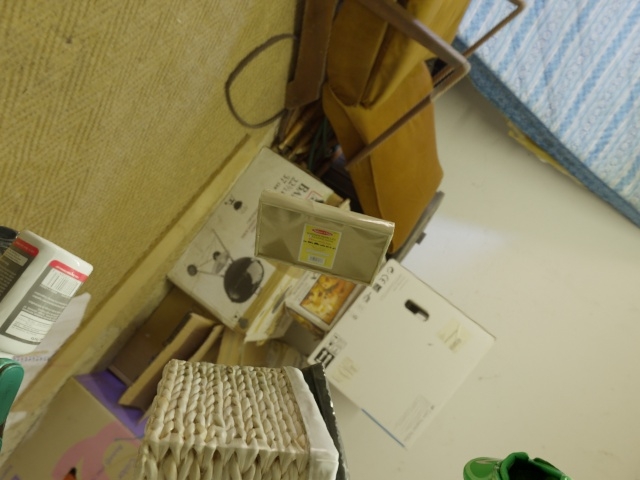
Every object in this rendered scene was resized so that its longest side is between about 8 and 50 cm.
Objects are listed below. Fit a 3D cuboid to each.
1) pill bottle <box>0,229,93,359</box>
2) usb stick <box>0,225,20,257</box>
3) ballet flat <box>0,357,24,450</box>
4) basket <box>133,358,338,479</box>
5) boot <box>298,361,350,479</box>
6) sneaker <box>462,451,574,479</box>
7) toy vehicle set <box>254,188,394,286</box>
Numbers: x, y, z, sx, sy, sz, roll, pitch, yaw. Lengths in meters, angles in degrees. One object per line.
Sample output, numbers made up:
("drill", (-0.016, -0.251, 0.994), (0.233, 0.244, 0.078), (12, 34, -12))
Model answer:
("pill bottle", (-0.698, 0.150, 1.010), (0.318, 0.176, 0.176), (-61, 169, -17))
("usb stick", (-0.878, 0.034, 1.251), (0.278, 0.077, 0.045), (-42, -149, 54))
("ballet flat", (-0.588, 0.322, 0.746), (0.083, 0.087, 0.247), (52, 46, -65))
("basket", (-0.157, 0.401, 0.707), (0.331, 0.267, 0.328), (-158, -100, -75))
("boot", (-0.169, 0.534, 1.124), (0.446, 0.367, 0.146), (-15, 133, -2))
("sneaker", (0.372, 0.442, 0.818), (0.109, 0.123, 0.295), (-34, 180, -26))
("toy vehicle set", (0.000, 0.000, 0.902), (0.035, 0.267, 0.165), (-75, 180, -45))
